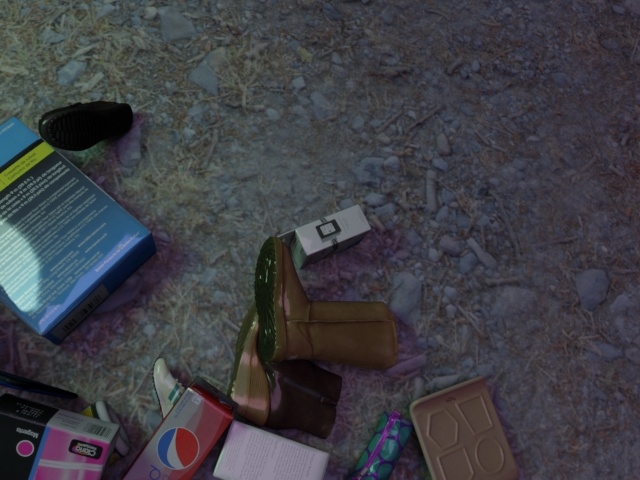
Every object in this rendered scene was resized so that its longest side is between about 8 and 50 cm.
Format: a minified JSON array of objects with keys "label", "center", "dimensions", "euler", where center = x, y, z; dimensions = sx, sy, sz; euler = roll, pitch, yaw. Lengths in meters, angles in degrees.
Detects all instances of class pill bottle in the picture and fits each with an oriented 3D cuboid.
[{"label":"pill bottle","center":[-0.415,0.349,0.835],"dimensions":[0.184,0.103,0.103],"euler":[-29,79,-18]}]

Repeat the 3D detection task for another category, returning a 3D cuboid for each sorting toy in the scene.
[{"label":"sorting toy","center":[0.271,0.383,0.982],"dimensions":[0.192,0.038,0.208],"euler":[-10,78,-28]}]

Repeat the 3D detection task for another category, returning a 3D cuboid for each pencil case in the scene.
[{"label":"pencil case","center":[0.110,0.390,0.944],"dimensions":[0.064,0.070,0.152],"euler":[17,61,35]}]

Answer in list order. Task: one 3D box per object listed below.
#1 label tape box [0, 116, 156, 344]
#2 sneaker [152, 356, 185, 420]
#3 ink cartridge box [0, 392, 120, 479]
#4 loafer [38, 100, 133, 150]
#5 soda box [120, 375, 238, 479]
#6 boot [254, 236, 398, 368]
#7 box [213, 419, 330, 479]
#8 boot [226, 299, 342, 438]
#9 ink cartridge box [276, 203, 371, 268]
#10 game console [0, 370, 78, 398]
[{"label":"label tape box","center":[-0.517,-0.021,0.940],"dimensions":[0.347,0.115,0.249],"euler":[39,67,6]},{"label":"sneaker","center":[-0.249,0.282,0.919],"dimensions":[0.075,0.057,0.161],"euler":[-14,79,-17]},{"label":"ink cartridge box","center":[-0.438,0.423,0.749],"dimensions":[0.175,0.069,0.371],"euler":[19,95,-8]},{"label":"loafer","center":[-0.464,-0.228,1.006],"dimensions":[0.078,0.080,0.220],"euler":[16,23,16]},{"label":"soda box","center":[-0.247,0.358,0.834],"dimensions":[0.092,0.083,0.263],"euler":[35,86,-2]},{"label":"boot","center":[0.013,0.123,0.972],"dimensions":[0.269,0.089,0.236],"euler":[8,71,-32]},{"label":"box","center":[-0.087,0.376,0.877],"dimensions":[0.170,0.130,0.091],"euler":[21,68,-4]},{"label":"boot","center":[-0.056,0.231,0.976],"dimensions":[0.206,0.090,0.249],"euler":[21,64,-19]},{"label":"ink cartridge box","center":[0.000,0.000,1.038],"dimensions":[0.180,0.104,0.060],"euler":[-22,78,-17]},{"label":"game console","center":[-0.507,0.132,0.791],"dimensions":[0.173,0.293,0.250],"euler":[-11,73,-16]}]
